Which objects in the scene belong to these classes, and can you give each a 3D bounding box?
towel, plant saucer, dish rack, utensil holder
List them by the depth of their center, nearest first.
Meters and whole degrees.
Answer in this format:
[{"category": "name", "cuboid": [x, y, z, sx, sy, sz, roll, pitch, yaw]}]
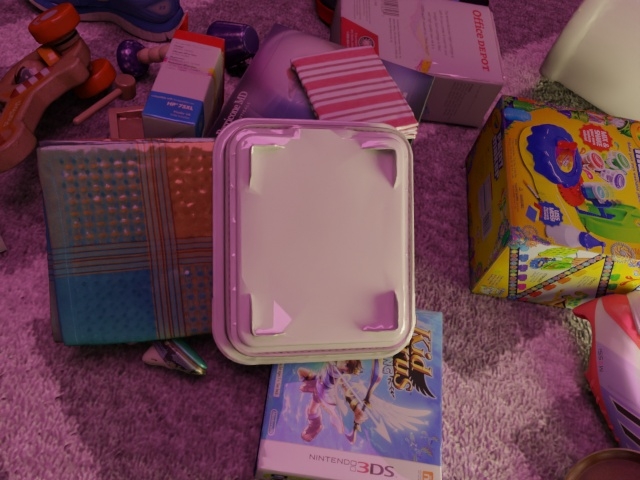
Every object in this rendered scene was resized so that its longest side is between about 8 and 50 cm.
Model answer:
[{"category": "plant saucer", "cuboid": [0.405, 0.364, 0.860, 0.168, 0.029, 0.169, -6, 73, 20]}, {"category": "dish rack", "cuboid": [0.000, 0.000, 0.860, 0.285, 0.072, 0.333, 0, 89, -11]}, {"category": "towel", "cuboid": [-0.176, -0.004, 0.875, 0.370, 0.040, 0.272, -4, 92, -12]}, {"category": "towel", "cuboid": [0.048, -0.220, 0.987, 0.144, 0.029, 0.197, -13, 59, -18]}, {"category": "utensil holder", "cuboid": [0.677, -0.353, 1.223, 0.385, 0.328, 0.327, 38, 60, 11]}]

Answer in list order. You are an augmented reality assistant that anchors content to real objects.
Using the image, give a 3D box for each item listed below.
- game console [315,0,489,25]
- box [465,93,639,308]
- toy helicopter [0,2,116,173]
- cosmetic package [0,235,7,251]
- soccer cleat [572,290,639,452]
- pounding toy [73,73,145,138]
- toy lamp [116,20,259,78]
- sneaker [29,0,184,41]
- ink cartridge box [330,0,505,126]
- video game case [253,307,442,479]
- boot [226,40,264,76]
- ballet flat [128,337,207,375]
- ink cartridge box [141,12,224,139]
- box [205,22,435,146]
[{"category": "game console", "cuboid": [0.156, -0.599, 1.437, 0.386, 0.060, 0.342, -5, 60, -14]}, {"category": "box", "cuboid": [0.406, -0.056, 1.074, 0.279, 0.177, 0.290, 9, 57, -5]}, {"category": "toy helicopter", "cuboid": [-0.478, -0.219, 1.025, 0.234, 0.140, 0.355, -19, 41, 10]}, {"category": "cosmetic package", "cuboid": [-0.574, -0.065, 0.973, 0.098, 0.060, 0.239, -29, 68, -23]}, {"category": "soccer cleat", "cuboid": [0.457, 0.235, 0.958, 0.116, 0.108, 0.318, -11, 68, 26]}, {"category": "pounding toy", "cuboid": [-0.306, -0.172, 1.068, 0.181, 0.094, 0.206, -8, 58, -14]}, {"category": "toy lamp", "cuboid": [-0.230, -0.326, 1.110, 0.274, 0.080, 0.080, 0, 52, 29]}, {"category": "sneaker", "cuboid": [-0.418, -0.496, 1.218, 0.329, 0.147, 0.130, 13, 57, -1]}, {"category": "ink cartridge box", "cuboid": [0.174, -0.356, 1.243, 0.306, 0.131, 0.226, 8, 57, -9]}, {"category": "video game case", "cuboid": [0.048, 0.211, 0.912, 0.244, 0.061, 0.270, 10, 57, -5]}, {"category": "boot", "cuboid": [-0.130, -0.364, 1.251, 0.099, 0.045, 0.121, 5, 56, 0]}, {"category": "ballet flat", "cuboid": [-0.238, 0.136, 0.915, 0.070, 0.070, 0.188, -36, 68, -27]}, {"category": "ink cartridge box", "cuboid": [-0.196, -0.218, 0.977, 0.078, 0.134, 0.231, 11, 56, -2]}, {"category": "box", "cuboid": [-0.002, -0.165, 1.067, 0.293, 0.183, 0.296, 19, 57, 4]}]
